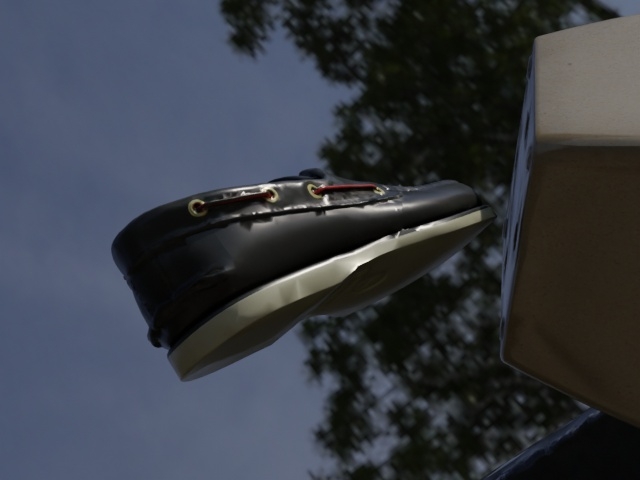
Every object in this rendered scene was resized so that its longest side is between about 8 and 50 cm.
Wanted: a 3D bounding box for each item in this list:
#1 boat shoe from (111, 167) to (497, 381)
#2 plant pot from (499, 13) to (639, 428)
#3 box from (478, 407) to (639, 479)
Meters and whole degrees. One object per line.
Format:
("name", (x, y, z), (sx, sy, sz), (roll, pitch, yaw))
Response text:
("boat shoe", (0.001, -0.001, 0.451), (0.133, 0.042, 0.049), (-17, -21, -50))
("plant pot", (0.103, -0.007, 0.495), (0.096, 0.109, 0.109), (6, -58, 4))
("box", (0.350, 0.255, 0.920), (0.480, 0.472, 0.297), (-19, -15, -42))
